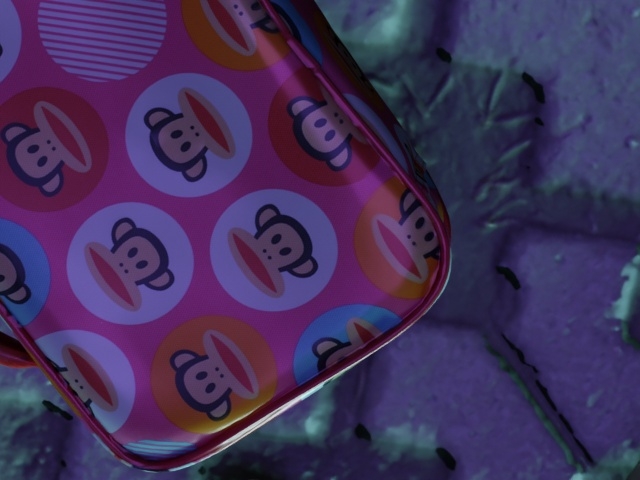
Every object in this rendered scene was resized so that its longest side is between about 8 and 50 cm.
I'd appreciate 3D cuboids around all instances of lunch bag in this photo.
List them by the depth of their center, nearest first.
[{"bbox_3d":[-0.099,-0.032,1.029,0.258,0.120,0.293,-33,97,10],"label":"lunch bag"}]

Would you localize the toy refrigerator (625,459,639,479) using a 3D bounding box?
[{"bbox_3d":[0.248,0.152,1.185,0.102,0.094,0.269,31,105,-10],"label":"toy refrigerator"}]

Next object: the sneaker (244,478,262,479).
[{"bbox_3d":[0.034,0.291,1.206,0.350,0.131,0.148,38,110,-13],"label":"sneaker"}]
